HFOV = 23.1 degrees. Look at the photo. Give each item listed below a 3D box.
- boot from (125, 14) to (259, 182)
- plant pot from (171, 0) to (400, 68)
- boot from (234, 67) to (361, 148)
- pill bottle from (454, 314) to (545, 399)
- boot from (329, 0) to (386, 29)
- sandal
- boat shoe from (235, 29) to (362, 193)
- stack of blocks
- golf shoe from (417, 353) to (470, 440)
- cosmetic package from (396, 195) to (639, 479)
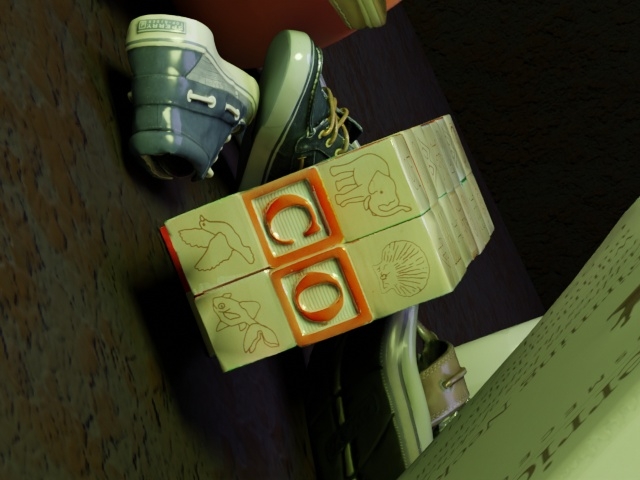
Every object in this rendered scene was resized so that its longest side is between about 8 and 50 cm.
[{"bbox_3d":[-0.084,-0.073,0.989,0.190,0.069,0.086,41,51,-74],"label":"boot"},{"bbox_3d":[-0.046,-0.300,1.110,0.243,0.275,0.275,51,19,-32],"label":"plant pot"},{"bbox_3d":[-0.005,-0.043,1.258,0.258,0.095,0.123,58,19,-10],"label":"boot"},{"bbox_3d":[0.212,0.271,1.307,0.229,0.229,0.407,10,60,-78],"label":"pill bottle"},{"bbox_3d":[-0.066,-0.194,0.987,0.213,0.165,0.077,53,21,-35],"label":"boot"},{"bbox_3d":[0.054,0.122,1.079,0.086,0.120,0.302,23,43,-24],"label":"sandal"},{"bbox_3d":[-0.004,-0.083,1.091,0.183,0.083,0.065,116,-21,-62],"label":"boat shoe"},{"bbox_3d":[0.000,0.000,0.935,0.297,0.171,0.087,-32,100,-78],"label":"stack of blocks"},{"bbox_3d":[0.071,0.215,1.134,0.120,0.105,0.272,81,2,-54],"label":"golf shoe"},{"bbox_3d":[0.183,0.208,0.701,0.327,0.329,0.394,40,9,1],"label":"cosmetic package"}]
